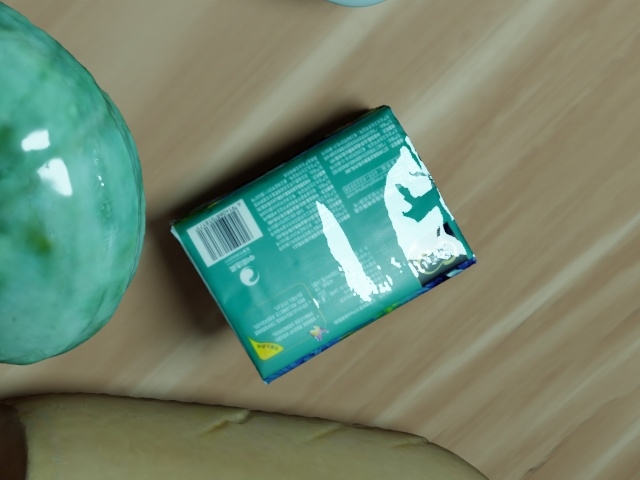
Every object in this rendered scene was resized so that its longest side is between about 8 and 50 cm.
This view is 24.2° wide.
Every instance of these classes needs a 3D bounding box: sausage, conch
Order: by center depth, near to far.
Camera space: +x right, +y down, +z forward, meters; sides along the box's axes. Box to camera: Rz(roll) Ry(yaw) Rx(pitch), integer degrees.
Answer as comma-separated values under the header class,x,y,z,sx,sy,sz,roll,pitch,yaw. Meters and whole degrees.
class,x,y,z,sx,sy,sz,roll,pitch,yaw
conch,-0.153,-0.021,0.566,0.188,0.122,0.176,28,131,-36
sausage,-0.032,0.145,0.747,0.304,0.121,0.121,12,119,-32

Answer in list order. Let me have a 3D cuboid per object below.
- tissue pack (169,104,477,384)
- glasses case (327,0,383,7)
class,x,y,z,sx,sy,sz,roll,pitch,yaw
tissue pack,-0.001,0.000,0.686,0.111,0.079,0.085,-30,97,-3
glasses case,-0.033,-0.149,0.569,0.197,0.049,0.076,17,116,-34
